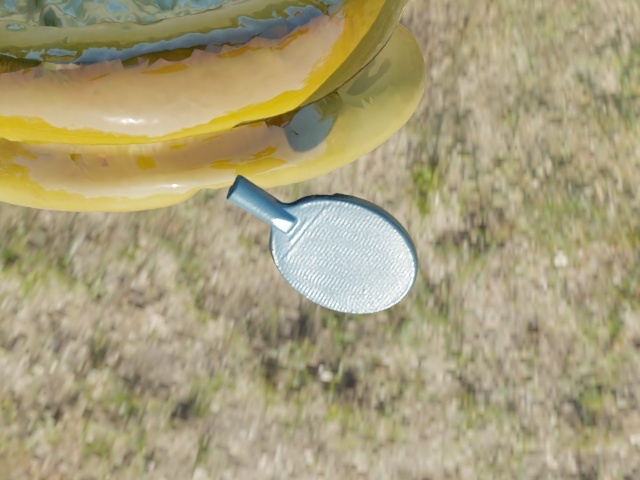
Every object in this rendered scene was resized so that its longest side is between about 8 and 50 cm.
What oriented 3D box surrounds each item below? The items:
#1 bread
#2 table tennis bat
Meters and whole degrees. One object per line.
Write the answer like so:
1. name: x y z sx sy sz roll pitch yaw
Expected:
1. bread: -0.134 -0.177 1.564 0.424 0.329 0.245 -9 147 0
2. table tennis bat: 0.000 0.000 1.448 0.155 0.019 0.100 30 126 -12
